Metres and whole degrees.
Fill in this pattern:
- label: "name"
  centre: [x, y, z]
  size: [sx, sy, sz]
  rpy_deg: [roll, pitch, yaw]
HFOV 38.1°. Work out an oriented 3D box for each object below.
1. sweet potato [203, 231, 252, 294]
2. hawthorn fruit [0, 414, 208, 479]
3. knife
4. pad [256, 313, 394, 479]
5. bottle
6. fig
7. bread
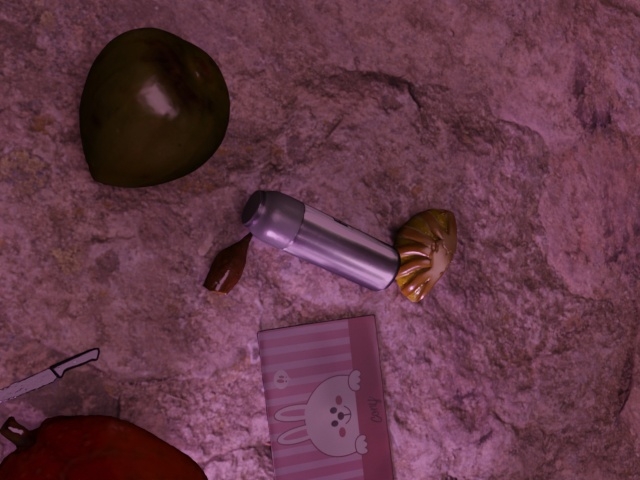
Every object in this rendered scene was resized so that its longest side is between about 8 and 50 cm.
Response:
- label: "sweet potato"
  centre: [-0.128, 0.032, 1.367]
  size: [0.049, 0.049, 0.117]
  rpy_deg: [38, 71, -16]
- label: "hawthorn fruit"
  centre: [-0.294, 0.342, 1.181]
  size: [0.307, 0.265, 0.265]
  rpy_deg: [40, 74, -5]
- label: "knife"
  centre: [-0.383, 0.190, 1.277]
  size: [0.170, 0.010, 0.023]
  rpy_deg: [-23, 90, -19]
- label: "pad"
  centre: [0.013, 0.274, 1.435]
  size: [0.202, 0.005, 0.299]
  rpy_deg: [-6, 90, -22]
- label: "bottle"
  centre: [0.000, 0.000, 1.401]
  size: [0.254, 0.096, 0.079]
  rpy_deg: [24, 78, -25]
- label: "fig"
  centre: [-0.240, -0.172, 1.271]
  size: [0.225, 0.203, 0.203]
  rpy_deg: [-39, 105, 22]
- label: "bread"
  centre: [0.162, 0.010, 1.475]
  size: [0.094, 0.083, 0.157]
  rpy_deg: [38, 75, -4]
